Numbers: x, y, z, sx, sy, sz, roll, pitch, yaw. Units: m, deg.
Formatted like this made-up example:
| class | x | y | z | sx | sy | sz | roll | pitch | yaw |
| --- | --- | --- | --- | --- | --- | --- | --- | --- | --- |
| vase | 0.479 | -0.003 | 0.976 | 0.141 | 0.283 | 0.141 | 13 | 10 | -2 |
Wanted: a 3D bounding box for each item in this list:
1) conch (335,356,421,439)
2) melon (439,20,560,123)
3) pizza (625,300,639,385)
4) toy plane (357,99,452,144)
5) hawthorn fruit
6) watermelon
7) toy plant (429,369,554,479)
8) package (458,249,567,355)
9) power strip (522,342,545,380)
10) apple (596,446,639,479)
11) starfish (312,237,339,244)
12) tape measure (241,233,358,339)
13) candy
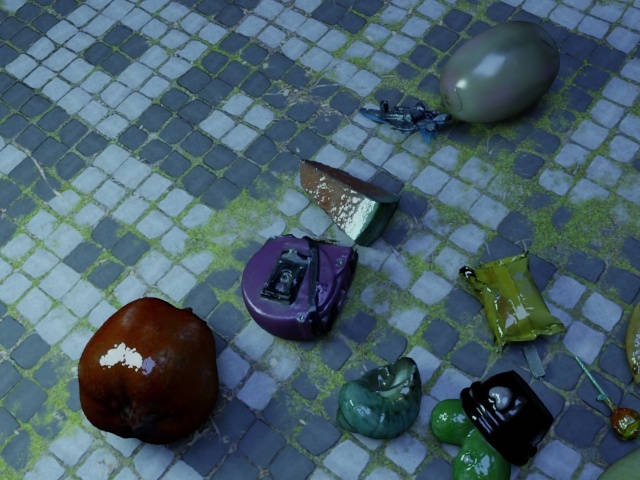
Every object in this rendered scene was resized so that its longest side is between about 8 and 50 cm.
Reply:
| class | x | y | z | sx | sy | sz | roll | pitch | yaw |
| --- | --- | --- | --- | --- | --- | --- | --- | --- | --- |
| conch | 0.119 | 0.328 | 1.451 | 0.188 | 0.121 | 0.175 | -10 | 39 | -1 |
| melon | 0.447 | -0.418 | 1.773 | 0.317 | 0.223 | 0.223 | -27 | 60 | -9 |
| pizza | 0.708 | 0.226 | 1.462 | 0.161 | 0.062 | 0.182 | 22 | 64 | 13 |
| toy plane | 0.205 | -0.320 | 1.834 | 0.246 | 0.078 | 0.169 | 24 | 39 | 24 |
| hawthorn fruit | -0.355 | 0.263 | 1.467 | 0.295 | 0.295 | 0.311 | -19 | 56 | -3 |
| watermelon | 0.053 | -0.105 | 1.697 | 0.257 | 0.193 | 0.139 | 36 | 102 | 20 |
| toy plant | 0.326 | 0.377 | 1.378 | 0.235 | 0.175 | 0.218 | -44 | 53 | 14 |
| package | 0.412 | 0.131 | 1.539 | 0.168 | 0.090 | 0.226 | -17 | 57 | 1 |
| power strip | 0.451 | 0.258 | 1.502 | 0.027 | 0.017 | 0.083 | -13 | 59 | 1 |
| apple | 0.630 | 0.478 | 1.260 | 0.346 | 0.179 | 0.254 | -25 | 48 | -8 |
| starfish | 0.000 | 0.000 | 1.698 | 0.092 | 0.086 | 0.016 | 2 | 96 | -28 |
| tape measure | -0.055 | 0.094 | 1.589 | 0.232 | 0.149 | 0.245 | 12 | 62 | 13 |
| candy | 0.579 | 0.313 | 1.442 | 0.061 | 0.060 | 0.201 | -25 | 51 | -7 |
